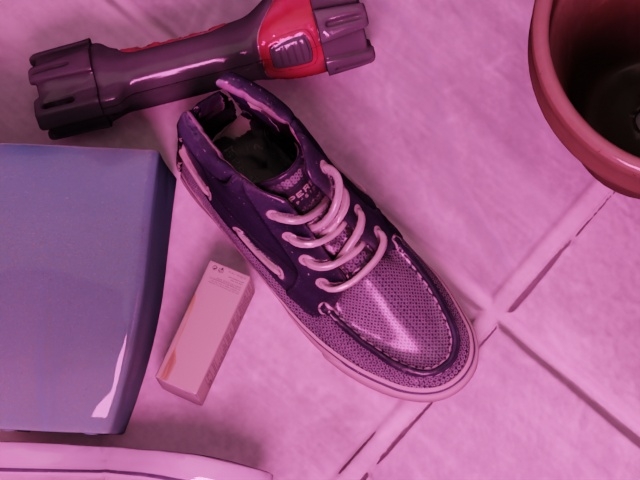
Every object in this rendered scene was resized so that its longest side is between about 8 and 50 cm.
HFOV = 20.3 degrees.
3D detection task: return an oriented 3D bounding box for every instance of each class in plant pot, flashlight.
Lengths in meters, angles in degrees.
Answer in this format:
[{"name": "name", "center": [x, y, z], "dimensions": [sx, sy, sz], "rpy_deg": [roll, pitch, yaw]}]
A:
[{"name": "plant pot", "center": [0.301, -0.138, 1.522], "dimensions": [0.263, 0.229, 0.263], "rpy_deg": [0, 75, 1]}, {"name": "flashlight", "center": [-0.107, -0.171, 1.609], "dimensions": [0.304, 0.103, 0.103], "rpy_deg": [-14, 76, 2]}, {"name": "plant pot", "center": [-0.219, 0.047, 1.518], "dimensions": [0.166, 0.165, 0.234], "rpy_deg": [3, 83, 1]}]

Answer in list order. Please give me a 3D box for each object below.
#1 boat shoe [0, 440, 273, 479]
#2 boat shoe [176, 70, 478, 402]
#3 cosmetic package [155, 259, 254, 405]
[{"name": "boat shoe", "center": [-0.175, 0.219, 1.503], "dimensions": [0.267, 0.096, 0.088], "rpy_deg": [4, 79, 3]}, {"name": "boat shoe", "center": [0.000, 0.000, 1.525], "dimensions": [0.340, 0.158, 0.127], "rpy_deg": [41, 79, 11]}, {"name": "cosmetic package", "center": [-0.100, 0.081, 1.556], "dimensions": [0.041, 0.060, 0.115], "rpy_deg": [23, 75, 8]}]
